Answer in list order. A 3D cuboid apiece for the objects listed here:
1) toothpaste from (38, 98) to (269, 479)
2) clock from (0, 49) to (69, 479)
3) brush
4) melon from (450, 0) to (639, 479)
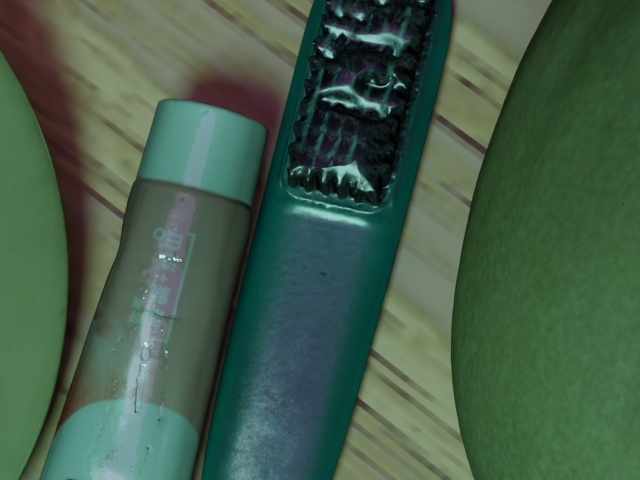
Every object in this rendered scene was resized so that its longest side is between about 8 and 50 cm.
[{"bbox_3d":[-0.056,0.062,0.531,0.056,0.036,0.205,13,81,10],"label":"toothpaste"},{"bbox_3d":[-0.184,0.010,0.505,0.235,0.029,0.235,1,86,-23],"label":"clock"},{"bbox_3d":[0.000,0.000,0.543,0.043,0.032,0.193,13,75,7],"label":"brush"},{"bbox_3d":[0.174,-0.015,0.422,0.271,0.272,0.308,33,72,11],"label":"melon"}]
